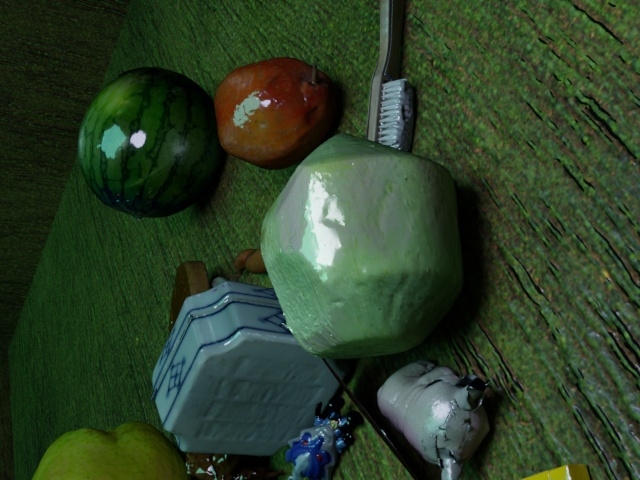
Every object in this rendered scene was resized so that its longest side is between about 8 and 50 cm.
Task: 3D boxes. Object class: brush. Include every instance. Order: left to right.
[{"bbox_3d":[0.125,-0.282,1.232,0.065,0.070,0.328,-5,75,38],"label":"brush"}]

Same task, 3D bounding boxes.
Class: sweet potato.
[{"bbox_3d":[-0.124,0.040,1.532,0.202,0.058,0.055,-12,92,55],"label":"sweet potato"}]

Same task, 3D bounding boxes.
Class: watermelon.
[{"bbox_3d":[-0.398,-0.225,1.780,0.363,0.363,0.363,-22,63,53],"label":"watermelon"}]

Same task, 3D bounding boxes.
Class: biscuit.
[{"bbox_3d":[-0.288,0.228,1.667,0.359,0.074,0.381,-112,27,-55],"label":"biscuit"}]

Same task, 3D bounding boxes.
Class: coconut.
[{"bbox_3d":[0.056,-0.002,1.061,0.328,0.281,0.329,-5,-90,-89],"label":"coconut"}]

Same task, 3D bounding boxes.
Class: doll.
[{"bbox_3d":[-0.003,0.342,1.248,0.096,0.070,0.195,42,117,19],"label":"doll"},{"bbox_3d":[0.151,0.229,1.010,0.192,0.095,0.149,16,93,60],"label":"doll"}]

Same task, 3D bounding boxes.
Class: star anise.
[{"bbox_3d":[-0.151,0.442,1.376,0.346,0.148,0.238,-152,73,-67],"label":"star anise"}]

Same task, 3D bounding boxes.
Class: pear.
[{"bbox_3d":[-0.445,0.569,1.607,0.391,0.391,0.391,-22,63,53],"label":"pear"}]

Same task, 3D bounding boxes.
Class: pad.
[{"bbox_3d":[0.068,0.254,1.087,0.004,0.181,0.267,-37,35,-7],"label":"pad"}]

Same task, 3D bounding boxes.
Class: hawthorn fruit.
[{"bbox_3d":[-0.069,-0.247,1.392,0.262,0.210,0.211,-22,63,46],"label":"hawthorn fruit"}]

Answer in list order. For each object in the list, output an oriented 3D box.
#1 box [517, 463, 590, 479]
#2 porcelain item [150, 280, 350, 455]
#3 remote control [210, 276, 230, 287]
[{"bbox_3d":[0.224,0.376,0.901,0.269,0.043,0.152,-42,48,45],"label":"box"},{"bbox_3d":[-0.121,0.215,1.262,0.281,0.285,0.157,-62,33,28],"label":"porcelain item"},{"bbox_3d":[-0.132,0.133,1.489,0.038,0.090,0.309,-58,33,-5],"label":"remote control"}]
